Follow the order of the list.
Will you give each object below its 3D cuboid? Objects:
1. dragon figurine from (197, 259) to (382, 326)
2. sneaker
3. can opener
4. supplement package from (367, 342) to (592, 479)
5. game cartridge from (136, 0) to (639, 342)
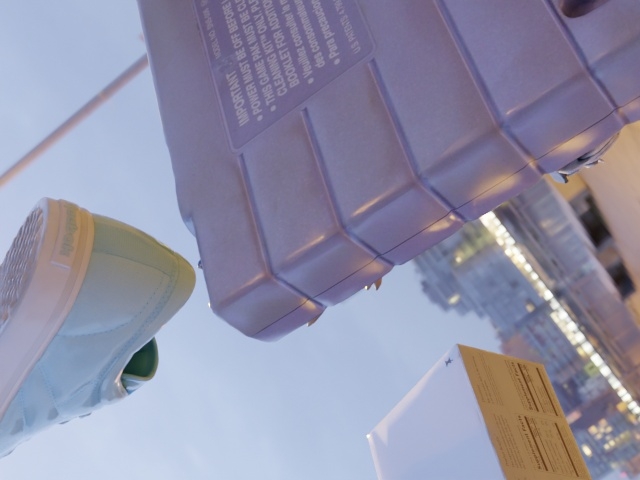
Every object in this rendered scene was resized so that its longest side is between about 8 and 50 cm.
[{"bbox_3d":[0.000,0.000,1.046,0.144,0.289,0.085,51,172,47],"label":"dragon figurine"},{"bbox_3d":[-0.219,0.114,0.772,0.150,0.366,0.135,20,-131,-25],"label":"sneaker"},{"bbox_3d":[0.244,-0.121,1.071,0.093,0.074,0.280,52,175,-13],"label":"can opener"},{"bbox_3d":[0.191,0.294,1.100,0.145,0.204,0.262,17,-141,-28],"label":"supplement package"},{"bbox_3d":[0.007,-0.147,0.478,0.068,0.230,0.355,28,-145,-45],"label":"game cartridge"}]
